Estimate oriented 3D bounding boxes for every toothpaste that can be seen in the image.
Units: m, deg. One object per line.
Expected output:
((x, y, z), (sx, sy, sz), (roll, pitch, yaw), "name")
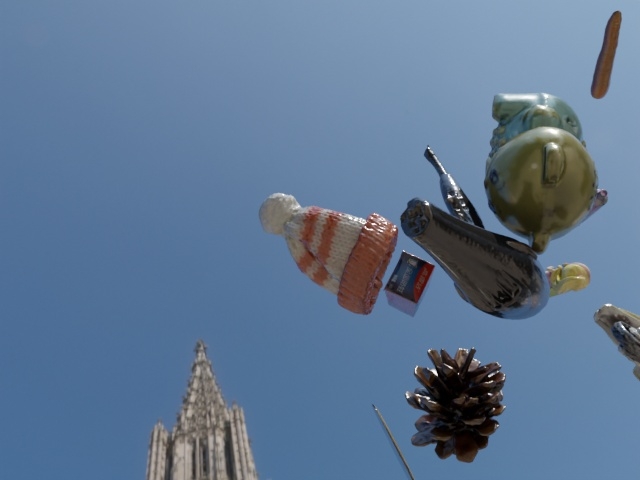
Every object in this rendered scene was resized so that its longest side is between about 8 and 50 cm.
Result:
((0.433, -0.047, 0.999), (0.045, 0.170, 0.028), (-14, -108, -3), "toothpaste")
((0.169, 0.091, 1.161), (0.066, 0.320, 0.076), (26, -96, 11), "toothpaste")

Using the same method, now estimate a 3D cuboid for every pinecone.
((0.277, 0.321, 1.246), (0.202, 0.229, 0.201), (9, -53, 15), "pinecone")

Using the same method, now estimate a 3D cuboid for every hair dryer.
((0.190, -0.050, 0.908), (0.303, 0.360, 0.120), (28, -60, -34), "hair dryer")

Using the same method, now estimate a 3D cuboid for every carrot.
((0.667, -0.427, 1.414), (0.043, 0.043, 0.248), (-25, -38, -5), "carrot")

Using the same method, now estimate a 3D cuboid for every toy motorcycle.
((0.450, 0.158, 0.772), (0.228, 0.151, 0.074), (33, -69, -2), "toy motorcycle")

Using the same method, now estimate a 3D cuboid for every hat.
((0.000, 0.000, 0.663), (0.162, 0.093, 0.112), (23, -59, 12), "hat")

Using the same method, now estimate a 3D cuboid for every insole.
((0.087, 0.224, 0.538), (0.004, 0.064, 0.189), (-27, -75, -4), "insole")

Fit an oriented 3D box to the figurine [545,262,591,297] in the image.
((0.539, 0.094, 1.381), (0.083, 0.187, 0.083), (4, -99, -22), "figurine")

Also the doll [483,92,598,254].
((0.339, -0.112, 0.948), (0.161, 0.261, 0.177), (6, -54, 12), "doll")
